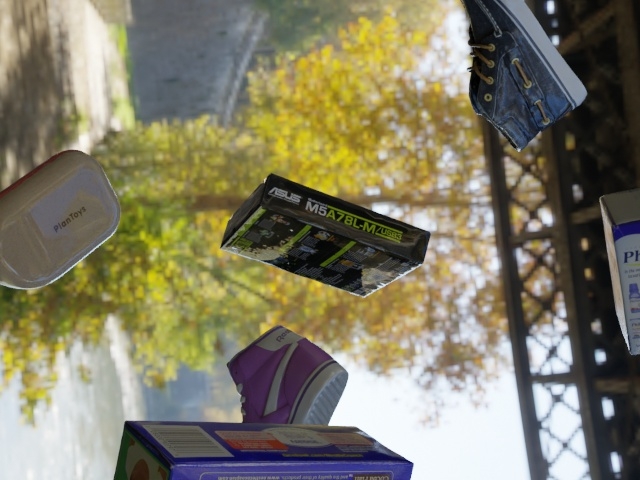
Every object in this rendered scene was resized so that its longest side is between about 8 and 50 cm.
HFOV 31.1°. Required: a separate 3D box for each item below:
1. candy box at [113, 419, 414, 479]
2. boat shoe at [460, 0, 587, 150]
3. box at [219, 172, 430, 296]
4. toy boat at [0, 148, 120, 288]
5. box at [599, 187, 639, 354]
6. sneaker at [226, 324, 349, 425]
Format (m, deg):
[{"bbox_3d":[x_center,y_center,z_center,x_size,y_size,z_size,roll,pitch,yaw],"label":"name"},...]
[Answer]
[{"bbox_3d":[-0.076,0.342,1.109,0.122,0.268,0.317,22,-77,57],"label":"candy box"},{"bbox_3d":[0.151,-0.160,0.994,0.183,0.083,0.065,46,4,-24],"label":"boat shoe"},{"bbox_3d":[0.000,0.000,1.246,0.190,0.184,0.045,140,-31,-68],"label":"box"},{"bbox_3d":[-0.420,-0.031,1.689,0.151,0.231,0.151,5,-53,44],"label":"toy boat"},{"bbox_3d":[0.328,0.027,1.149,0.126,0.072,0.137,-64,144,-73],"label":"box"},{"bbox_3d":[-0.077,0.246,1.600,0.161,0.102,0.282,35,-68,24],"label":"sneaker"}]
